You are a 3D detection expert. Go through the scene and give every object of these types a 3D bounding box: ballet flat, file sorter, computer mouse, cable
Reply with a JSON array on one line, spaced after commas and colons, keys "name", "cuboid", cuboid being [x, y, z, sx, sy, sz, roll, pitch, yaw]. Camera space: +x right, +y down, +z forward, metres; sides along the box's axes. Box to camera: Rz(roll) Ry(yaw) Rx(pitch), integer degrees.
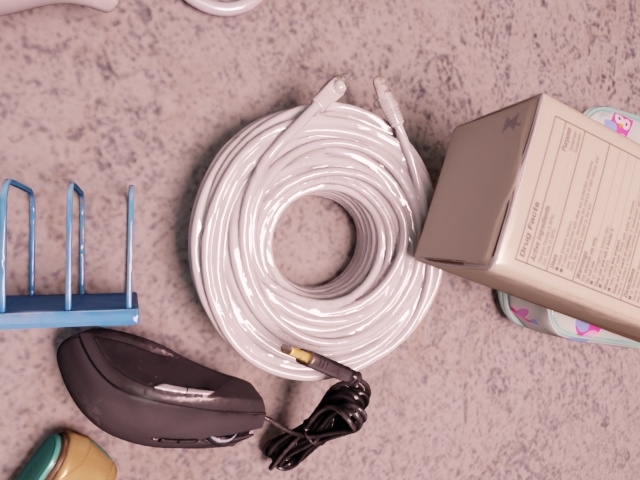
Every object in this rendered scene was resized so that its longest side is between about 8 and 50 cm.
[{"name": "ballet flat", "cuboid": [-0.263, 0.268, 0.397, 0.232, 0.080, 0.073, -49, 123, -10]}, {"name": "file sorter", "cuboid": [-0.230, 0.008, 0.371, 0.170, 0.118, 0.104, 0, 90, -21]}, {"name": "computer mouse", "cuboid": [-0.086, 0.137, 0.409, 0.262, 0.060, 0.184, 31, 126, -20]}, {"name": "cable", "cuboid": [0.000, 0.000, 0.475, 0.257, 0.089, 0.257, -34, 106, -15]}]

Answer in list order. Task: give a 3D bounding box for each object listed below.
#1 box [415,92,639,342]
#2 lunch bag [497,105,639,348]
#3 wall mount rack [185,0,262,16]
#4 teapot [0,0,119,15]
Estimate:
[{"name": "box", "cuboid": [0.263, 0.003, 0.450, 0.311, 0.121, 0.148, 21, 85, -16]}, {"name": "lunch bag", "cuboid": [0.335, -0.017, 0.594, 0.224, 0.108, 0.279, 9, 89, -17]}, {"name": "wall mount rack", "cuboid": [-0.110, -0.386, 0.383, 0.304, 0.130, 0.350, 5, 91, -22]}, {"name": "teapot", "cuboid": [-0.313, -0.223, 0.292, 0.252, 0.187, 0.256, -15, 121, 11]}]
